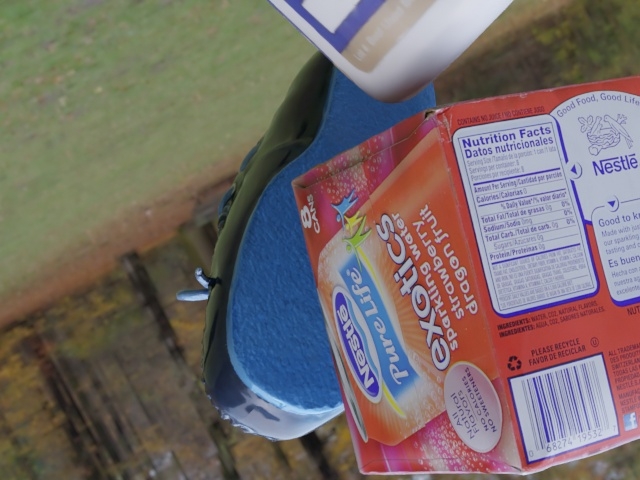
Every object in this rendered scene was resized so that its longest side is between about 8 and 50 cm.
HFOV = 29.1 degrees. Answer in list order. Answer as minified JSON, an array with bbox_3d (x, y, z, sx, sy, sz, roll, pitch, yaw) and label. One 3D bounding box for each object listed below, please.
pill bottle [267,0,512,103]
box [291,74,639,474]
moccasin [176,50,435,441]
[{"bbox_3d":[-0.017,-0.191,0.466,0.153,0.264,0.153,-47,-176,5],"label":"pill bottle"},{"bbox_3d":[0.134,0.003,0.505,0.257,0.128,0.122,-12,176,-27],"label":"box"},{"bbox_3d":[0.000,0.000,0.765,0.117,0.137,0.342,-40,-164,37],"label":"moccasin"}]
